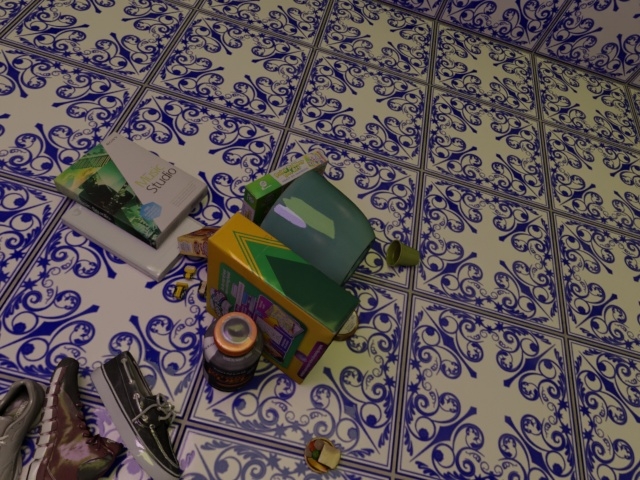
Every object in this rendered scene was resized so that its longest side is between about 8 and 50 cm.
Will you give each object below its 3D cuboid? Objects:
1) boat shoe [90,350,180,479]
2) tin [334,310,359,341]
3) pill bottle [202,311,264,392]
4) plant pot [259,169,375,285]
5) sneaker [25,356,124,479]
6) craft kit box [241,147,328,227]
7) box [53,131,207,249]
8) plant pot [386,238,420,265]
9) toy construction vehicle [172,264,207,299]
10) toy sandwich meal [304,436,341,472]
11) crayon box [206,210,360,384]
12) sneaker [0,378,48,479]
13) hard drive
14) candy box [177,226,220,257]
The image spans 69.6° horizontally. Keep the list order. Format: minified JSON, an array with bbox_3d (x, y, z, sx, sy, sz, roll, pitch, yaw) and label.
[{"bbox_3d":[-0.371,0.373,0.986,0.105,0.113,0.306,-36,63,-16],"label":"boat shoe"},{"bbox_3d":[0.021,0.190,1.253,0.190,0.040,0.106,39,53,11],"label":"tin"},{"bbox_3d":[-0.198,0.246,1.031,0.131,0.245,0.130,7,57,-10],"label":"pill bottle"},{"bbox_3d":[0.000,0.000,1.205,0.235,0.293,0.293,35,56,11],"label":"plant pot"},{"bbox_3d":[-0.491,0.391,0.960,0.163,0.106,0.281,7,67,-16],"label":"sneaker"},{"bbox_3d":[-0.109,-0.115,1.285,0.250,0.246,0.061,-34,70,-29],"label":"craft kit box"},{"bbox_3d":[-0.511,-0.145,1.263,0.322,0.058,0.232,29,55,5],"label":"box"},{"bbox_3d":[0.254,0.045,1.386,0.079,0.083,0.083,14,55,-20],"label":"plant pot"},{"bbox_3d":[-0.333,0.116,1.211,0.086,0.035,0.098,6,54,2],"label":"toy construction vehicle"},{"bbox_3d":[0.005,0.493,1.057,0.086,0.029,0.085,7,57,-11],"label":"toy sandwich meal"},{"bbox_3d":[-0.109,0.148,1.046,0.313,0.362,0.106,37,57,9],"label":"crayon box"},{"bbox_3d":[-0.630,0.394,0.897,0.100,0.121,0.262,11,56,-7],"label":"sneaker"},{"bbox_3d":[-0.505,-0.043,1.259,0.308,0.040,0.203,31,56,5],"label":"hard drive"},{"bbox_3d":[-0.270,0.006,1.203,0.187,0.053,0.109,4,19,36],"label":"candy box"}]
